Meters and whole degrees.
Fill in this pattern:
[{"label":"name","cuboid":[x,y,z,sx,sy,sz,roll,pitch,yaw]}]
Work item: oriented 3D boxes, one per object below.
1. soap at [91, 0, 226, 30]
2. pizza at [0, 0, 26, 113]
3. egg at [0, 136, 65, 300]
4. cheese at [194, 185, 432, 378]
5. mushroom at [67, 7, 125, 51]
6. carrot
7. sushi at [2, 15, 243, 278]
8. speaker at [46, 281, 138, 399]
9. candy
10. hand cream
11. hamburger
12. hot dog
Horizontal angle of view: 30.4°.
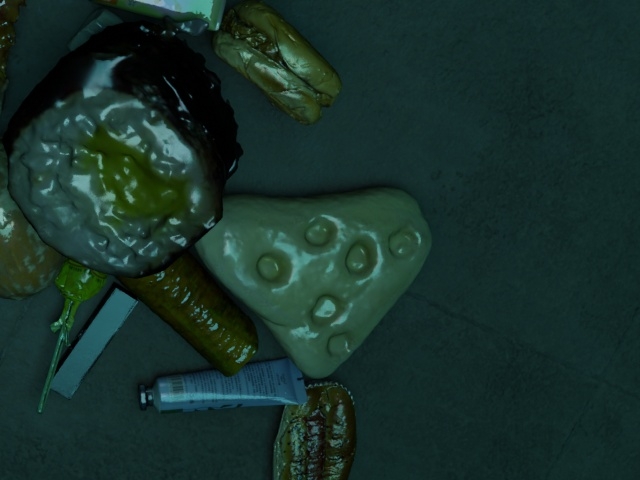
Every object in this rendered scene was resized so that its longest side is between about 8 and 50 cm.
[{"label":"soap","cuboid":[-0.227,-0.411,1.701,0.199,0.138,0.182,11,101,-19]},{"label":"pizza","cuboid":[-0.530,-0.364,1.645,0.277,0.114,0.409,-23,111,-4]},{"label":"egg","cuboid":[-0.456,-0.030,1.696,0.203,0.203,0.245,-19,106,-11]},{"label":"cheese","cuboid":[0.000,0.000,1.879,0.328,0.129,0.351,-43,112,-7]},{"label":"mushroom","cuboid":[-0.285,-0.238,1.761,0.092,0.081,0.223,-45,117,-29]},{"label":"carrot","cuboid":[-0.216,0.081,1.843,0.114,0.114,0.302,-44,113,-2]},{"label":"sushi","cuboid":[-0.261,-0.134,1.602,0.281,0.294,0.299,-17,111,13]},{"label":"speaker","cuboid":[-0.361,0.157,1.857,0.046,0.040,0.191,34,93,-20]},{"label":"candy","cuboid":[-0.396,0.140,1.815,0.077,0.073,0.262,17,91,2]},{"label":"hand cream","cuboid":[-0.160,0.242,1.923,0.271,0.091,0.058,-5,144,-14]},{"label":"hamburger","cuboid":[-0.068,-0.263,1.754,0.108,0.214,0.214,-46,111,-1]},{"label":"hot dog","cuboid":[-0.011,0.362,1.993,0.144,0.075,0.268,5,100,-15]}]
